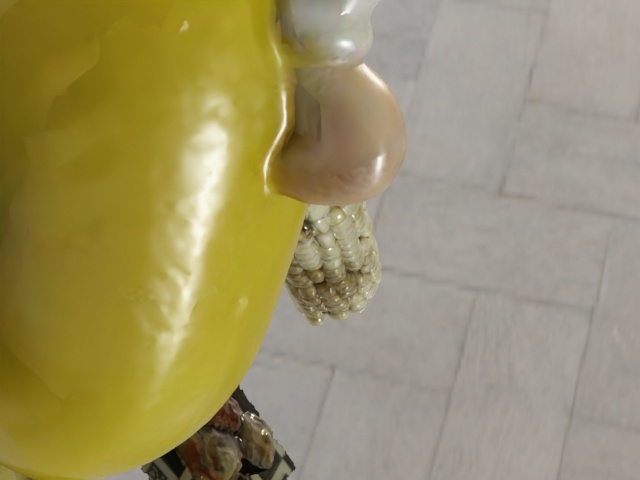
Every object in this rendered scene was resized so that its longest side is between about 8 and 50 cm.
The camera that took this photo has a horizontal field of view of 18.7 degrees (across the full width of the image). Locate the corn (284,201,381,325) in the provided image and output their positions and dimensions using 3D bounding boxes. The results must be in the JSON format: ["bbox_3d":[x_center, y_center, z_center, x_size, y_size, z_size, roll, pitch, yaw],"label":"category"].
[{"bbox_3d":[0.000,0.000,1.339,0.087,0.211,0.087,-6,60,10],"label":"corn"}]

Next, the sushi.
[{"bbox_3d":[-0.089,0.108,1.342,0.201,0.031,0.139,56,35,-9],"label":"sushi"}]

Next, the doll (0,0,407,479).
[{"bbox_3d":[-0.100,-0.123,0.730,0.161,0.423,0.348,-16,63,-51],"label":"doll"}]
